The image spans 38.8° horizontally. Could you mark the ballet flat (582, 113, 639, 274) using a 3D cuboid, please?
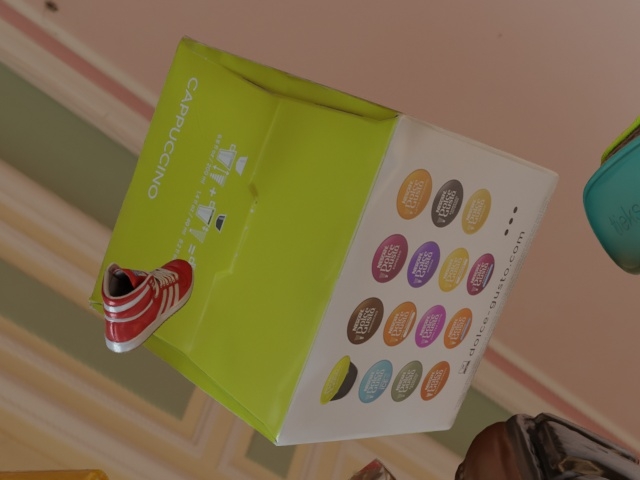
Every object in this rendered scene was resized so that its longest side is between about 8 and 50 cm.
[{"bbox_3d":[0.144,-0.034,0.280,0.077,0.231,0.077,-24,-98,0],"label":"ballet flat"}]

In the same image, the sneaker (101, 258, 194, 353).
[{"bbox_3d":[-0.144,0.035,0.769,0.042,0.067,0.118,13,-143,18],"label":"sneaker"}]

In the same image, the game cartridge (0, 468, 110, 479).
[{"bbox_3d":[-0.314,0.371,1.012,0.053,0.323,0.285,-52,-52,-50],"label":"game cartridge"}]

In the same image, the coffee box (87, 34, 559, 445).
[{"bbox_3d":[0.000,0.000,1.046,0.334,0.338,0.338,11,-77,-50],"label":"coffee box"}]

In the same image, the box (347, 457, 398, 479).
[{"bbox_3d":[-0.063,0.272,0.590,0.324,0.063,0.067,-35,-61,-10],"label":"box"}]

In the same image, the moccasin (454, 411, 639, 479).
[{"bbox_3d":[0.103,0.211,0.255,0.139,0.147,0.380,21,-147,-28],"label":"moccasin"}]
